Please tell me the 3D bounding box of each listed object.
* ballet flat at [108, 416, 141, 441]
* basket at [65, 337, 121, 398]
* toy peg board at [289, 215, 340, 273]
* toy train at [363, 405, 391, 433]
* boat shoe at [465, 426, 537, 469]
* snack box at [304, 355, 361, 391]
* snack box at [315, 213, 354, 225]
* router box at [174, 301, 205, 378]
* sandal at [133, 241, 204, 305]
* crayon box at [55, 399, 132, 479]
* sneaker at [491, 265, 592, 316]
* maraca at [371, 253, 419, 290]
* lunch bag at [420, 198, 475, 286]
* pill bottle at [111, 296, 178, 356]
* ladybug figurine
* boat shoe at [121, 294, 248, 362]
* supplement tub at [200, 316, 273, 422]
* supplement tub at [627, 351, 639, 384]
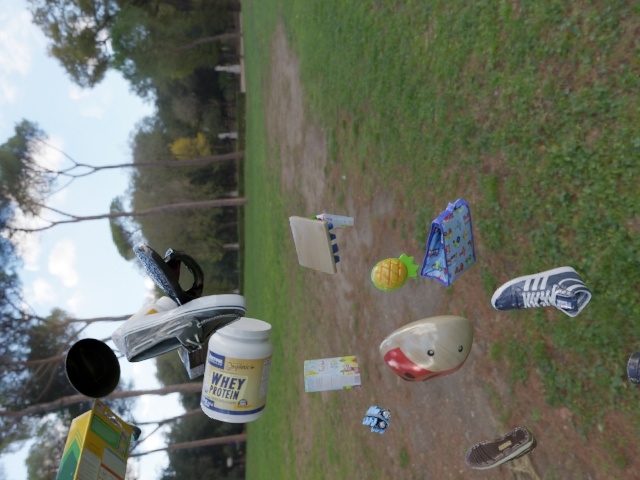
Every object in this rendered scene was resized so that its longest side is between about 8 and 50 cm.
[{"bbox_3d":[-0.830,0.772,2.027,0.074,0.203,0.074,14,-90,-76],"label":"ballet flat"},{"bbox_3d":[-0.785,0.432,1.673,0.226,0.154,0.205,-20,98,58],"label":"basket"},{"bbox_3d":[0.000,0.000,1.473,0.160,0.079,0.162,12,121,48],"label":"toy peg board"},{"bbox_3d":[0.265,0.825,2.268,0.105,0.080,0.184,-52,4,-23],"label":"toy train"},{"bbox_3d":[0.641,0.750,1.725,0.257,0.095,0.095,-34,32,25],"label":"boat shoe"},{"bbox_3d":[0.042,0.502,1.853,0.174,0.206,0.070,-115,19,-85],"label":"snack box"},{"bbox_3d":[0.052,-0.078,1.997,0.100,0.141,0.037,-15,71,60],"label":"snack box"},{"bbox_3d":[-0.617,0.458,2.268,0.243,0.080,0.309,52,149,32],"label":"router box"},{"bbox_3d":[-0.381,0.106,1.344,0.167,0.107,0.446,36,160,20],"label":"sandal"},{"bbox_3d":[-0.708,0.691,1.551,0.203,0.083,0.323,60,-175,-31],"label":"crayon box"},{"bbox_3d":[0.689,0.179,1.521,0.153,0.281,0.099,-99,-12,-61],"label":"sneaker"},{"bbox_3d":[0.283,0.121,1.865,0.099,0.185,0.127,78,166,-67],"label":"maraca"},{"bbox_3d":[0.508,-0.009,1.913,0.138,0.220,0.294,22,130,37],"label":"lunch bag"},{"bbox_3d":[-0.669,0.332,1.902,0.246,0.136,0.137,-46,-29,-43],"label":"pill bottle"},{"bbox_3d":[0.357,0.373,1.637,0.449,0.304,0.162,92,168,-68],"label":"ladybug figurine"},{"bbox_3d":[-0.345,0.238,1.275,0.121,0.334,0.119,73,180,-60],"label":"boat shoe"},{"bbox_3d":[-0.287,0.444,1.716,0.228,0.228,0.317,-161,78,-78],"label":"supplement tub"},{"bbox_3d":[0.741,0.277,0.989,0.197,0.105,0.106,0,95,57],"label":"supplement tub"}]
